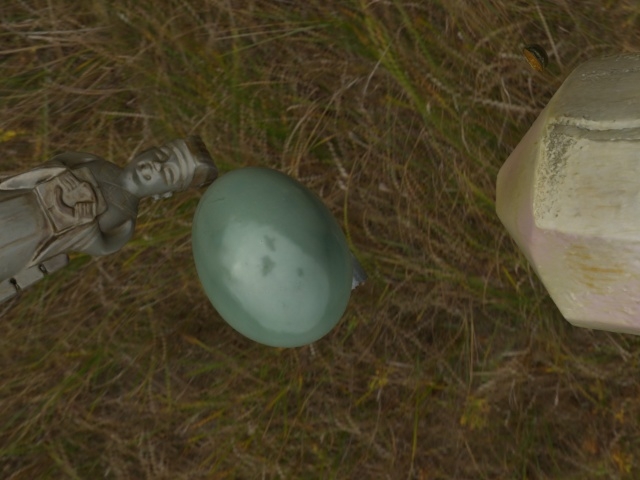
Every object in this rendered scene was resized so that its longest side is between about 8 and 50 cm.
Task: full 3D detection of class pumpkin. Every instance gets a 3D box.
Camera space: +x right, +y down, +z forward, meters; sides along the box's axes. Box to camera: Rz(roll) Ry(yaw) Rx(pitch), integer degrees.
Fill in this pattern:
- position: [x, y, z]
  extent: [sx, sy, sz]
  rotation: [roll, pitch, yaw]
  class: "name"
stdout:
- position: [0.361, -0.308, 1.581]
  extent: [0.028, 0.083, 0.050]
  rotation: [-40, 94, 3]
  class: "pumpkin"

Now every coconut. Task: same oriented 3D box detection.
- position: [0.377, -0.050, 1.111]
  extent: [0.353, 0.352, 0.352]
  rotation: [2, 107, 8]
  class: "coconut"

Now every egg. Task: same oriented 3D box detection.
- position: [-0.057, 0.015, 1.067]
  extent: [0.168, 0.168, 0.231]
  rotation: [-41, 57, 17]
  class: "egg"

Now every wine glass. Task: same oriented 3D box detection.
- position: [0.000, 0.000, 1.593]
  extent: [0.066, 0.066, 0.198]
  rotation: [-38, 90, 17]
  class: "wine glass"

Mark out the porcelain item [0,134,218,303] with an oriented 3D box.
- position: [-0.163, -0.020, 0.614]
  extent: [0.213, 0.054, 0.084]
  rotation: [-24, 86, -23]
  class: "porcelain item"
